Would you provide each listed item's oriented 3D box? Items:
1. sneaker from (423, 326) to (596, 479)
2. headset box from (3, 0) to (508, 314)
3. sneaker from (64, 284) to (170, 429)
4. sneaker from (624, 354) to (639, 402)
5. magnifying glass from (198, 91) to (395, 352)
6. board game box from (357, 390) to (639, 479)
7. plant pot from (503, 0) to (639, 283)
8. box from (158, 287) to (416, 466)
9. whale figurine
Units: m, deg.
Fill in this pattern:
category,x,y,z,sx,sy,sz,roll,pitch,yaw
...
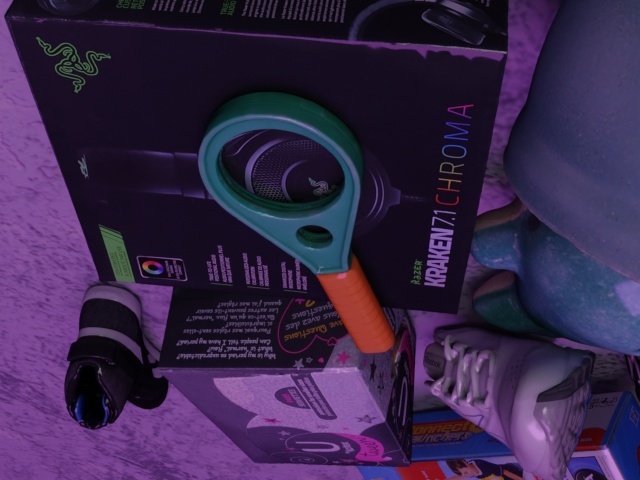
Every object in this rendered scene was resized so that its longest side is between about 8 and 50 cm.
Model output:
category,x,y,z,sx,sy,sz,roll,pitch,yaw
sneaker,0.149,0.127,0.771,0.129,0.111,0.297,17,176,5
headset box,-0.036,-0.083,0.591,0.282,0.131,0.246,6,143,5
sneaker,-0.218,0.154,0.951,0.079,0.121,0.217,3,143,9
sneaker,0.315,0.091,0.823,0.071,0.068,0.170,-17,147,9
magnifying glass,0.000,0.000,0.560,0.092,0.026,0.231,-7,141,20
board game box,0.238,0.318,0.970,0.301,0.086,0.308,-15,111,41
plant pot,0.250,-0.101,0.419,0.292,0.293,0.196,8,116,1
box,-0.011,0.097,0.789,0.163,0.142,0.247,-2,151,15
whale figurine,0.210,0.033,0.680,0.216,0.141,0.272,9,153,-14
